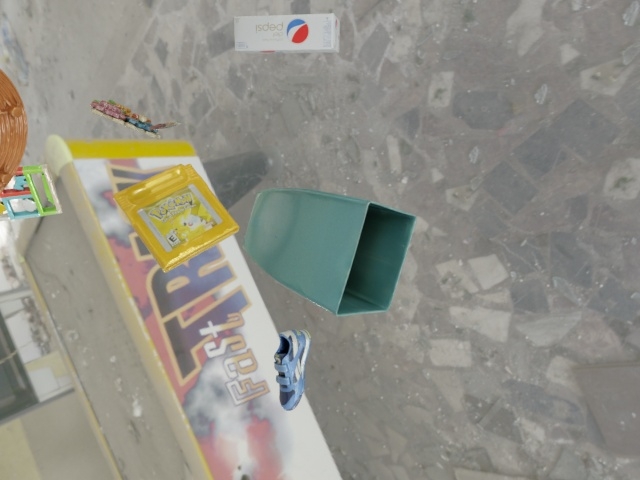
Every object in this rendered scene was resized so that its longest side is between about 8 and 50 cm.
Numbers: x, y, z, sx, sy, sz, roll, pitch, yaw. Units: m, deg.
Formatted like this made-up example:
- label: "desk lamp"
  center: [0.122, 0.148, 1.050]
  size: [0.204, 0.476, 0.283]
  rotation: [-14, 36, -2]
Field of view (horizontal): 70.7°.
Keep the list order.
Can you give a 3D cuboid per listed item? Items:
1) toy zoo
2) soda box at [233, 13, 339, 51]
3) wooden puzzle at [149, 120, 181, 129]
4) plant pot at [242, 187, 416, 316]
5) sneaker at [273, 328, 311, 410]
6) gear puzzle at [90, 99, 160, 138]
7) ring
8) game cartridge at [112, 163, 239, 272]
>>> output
- label: "toy zoo"
  center: [-1.033, -0.148, 1.477]
  size: [0.192, 0.294, 0.030]
  rotation: [100, 152, -42]
- label: "soda box"
  center: [-0.071, -0.437, 0.959]
  size: [0.217, 0.074, 0.069]
  rotation: [5, 108, 12]
- label: "wooden puzzle"
  center: [-0.336, -0.249, 0.976]
  size: [0.083, 0.049, 0.006]
  rotation: [-2, 104, 40]
- label: "plant pot"
  center: [0.000, 0.000, 0.737]
  size: [0.235, 0.166, 0.165]
  rotation: [20, 96, 35]
- label: "sneaker"
  center: [-0.060, 0.229, 0.809]
  size: [0.053, 0.059, 0.144]
  rotation: [-9, 69, 47]
- label: "gear puzzle"
  center: [-0.538, -0.354, 1.255]
  size: [0.044, 0.176, 0.339]
  rotation: [-66, 29, 8]
- label: "ring"
  center: [-0.650, -0.165, 0.772]
  size: [0.032, 0.336, 0.336]
  rotation: [27, 128, 11]
- label: "game cartridge"
  center: [-0.480, -0.091, 1.508]
  size: [0.323, 0.285, 0.052]
  rotation: [51, 154, 13]
